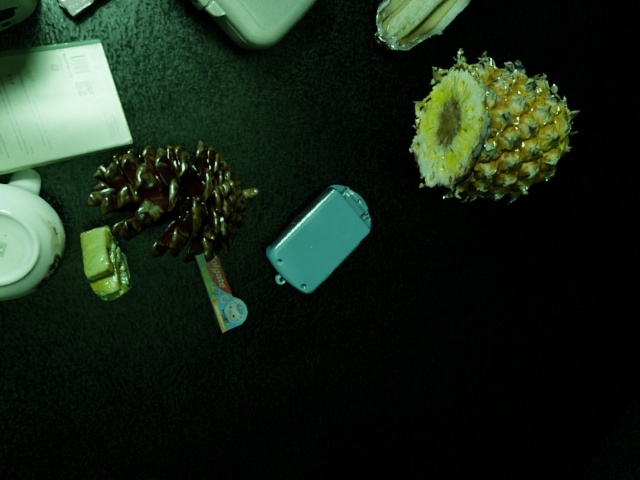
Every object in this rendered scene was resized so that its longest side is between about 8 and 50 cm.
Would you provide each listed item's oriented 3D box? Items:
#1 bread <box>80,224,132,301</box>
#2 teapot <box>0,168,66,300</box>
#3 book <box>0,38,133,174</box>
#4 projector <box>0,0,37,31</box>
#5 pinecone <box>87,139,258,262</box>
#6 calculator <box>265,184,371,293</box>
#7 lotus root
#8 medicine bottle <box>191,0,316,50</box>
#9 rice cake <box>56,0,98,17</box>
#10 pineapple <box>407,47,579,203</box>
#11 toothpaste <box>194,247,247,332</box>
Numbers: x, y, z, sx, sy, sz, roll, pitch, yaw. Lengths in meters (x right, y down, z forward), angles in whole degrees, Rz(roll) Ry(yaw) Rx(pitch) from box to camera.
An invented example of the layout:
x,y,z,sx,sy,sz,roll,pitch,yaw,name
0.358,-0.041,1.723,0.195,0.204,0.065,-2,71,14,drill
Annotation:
x,y,z,sx,sy,sz,roll,pitch,yaw,name
-0.409,0.045,0.885,0.064,0.156,0.117,-23,144,-12,bread
-0.571,0.013,0.816,0.205,0.139,0.297,24,88,-28,teapot
-0.512,-0.241,0.829,0.283,0.025,0.214,-17,95,-20,book
-0.589,-0.430,0.652,0.249,0.249,0.248,-35,113,-14,projector
-0.276,-0.073,0.878,0.310,0.244,0.243,4,100,-5,pinecone
0.000,0.000,1.112,0.293,0.051,0.173,-45,116,-9,calculator
0.252,-0.565,1.100,0.329,0.078,0.167,-45,91,-8,lotus root
-0.169,-0.571,0.869,0.375,0.123,0.282,45,76,-31,medicine bottle
-0.391,-0.486,0.847,0.207,0.036,0.047,-44,124,-10,rice cake
0.401,-0.259,1.083,0.301,0.352,0.351,-5,103,-23,pineapple
-0.224,0.105,1.039,0.070,0.044,0.193,-22,109,-20,toothpaste
